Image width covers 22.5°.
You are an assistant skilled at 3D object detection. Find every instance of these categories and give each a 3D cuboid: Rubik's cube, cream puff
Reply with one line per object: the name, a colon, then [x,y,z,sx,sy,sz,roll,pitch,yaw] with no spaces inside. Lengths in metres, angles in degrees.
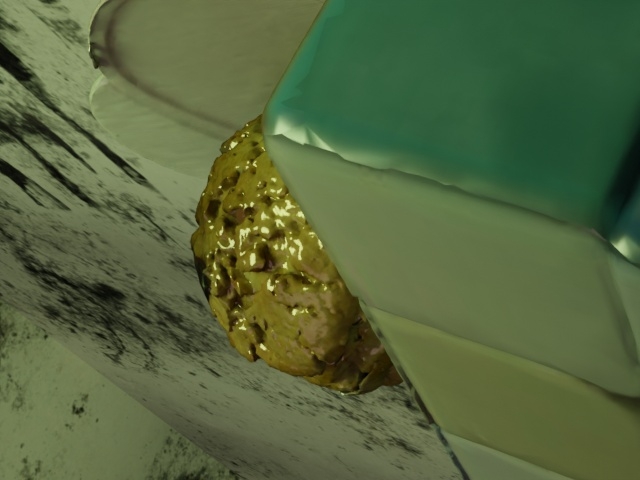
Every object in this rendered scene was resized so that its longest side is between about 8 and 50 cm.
Rubik's cube: [0.239,-0.043,0.568,0.347,0.344,0.347,18,158,25]
cream puff: [0.000,0.000,0.646,0.104,0.119,0.133,5,171,2]

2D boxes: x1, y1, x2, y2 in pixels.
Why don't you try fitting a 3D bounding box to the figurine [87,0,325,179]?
figurine: [-0.064,-0.198,0.744,0.284,0.315,0.206,2,146,-5]
